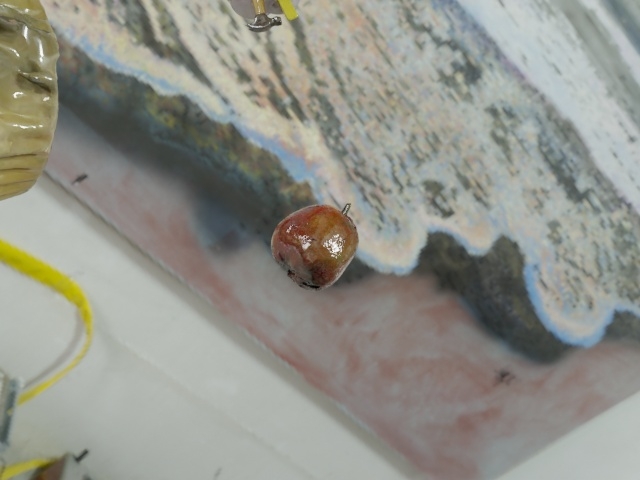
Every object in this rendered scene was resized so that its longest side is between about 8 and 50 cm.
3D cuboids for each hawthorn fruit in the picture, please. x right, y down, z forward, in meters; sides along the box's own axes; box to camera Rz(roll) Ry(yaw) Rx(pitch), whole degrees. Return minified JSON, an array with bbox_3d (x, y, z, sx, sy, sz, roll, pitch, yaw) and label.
[{"bbox_3d":[-0.004,0.005,0.837,0.077,0.077,0.077,47,18,-21],"label":"hawthorn fruit"}]

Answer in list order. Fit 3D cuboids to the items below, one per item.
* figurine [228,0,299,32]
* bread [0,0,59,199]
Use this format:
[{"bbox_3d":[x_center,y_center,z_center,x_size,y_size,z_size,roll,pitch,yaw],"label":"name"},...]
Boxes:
[{"bbox_3d":[-0.067,-0.381,1.297,0.137,0.229,0.112,23,-9,-12],"label":"figurine"},{"bbox_3d":[-0.358,-0.177,0.770,0.183,0.236,0.388,-14,52,-38],"label":"bread"}]
